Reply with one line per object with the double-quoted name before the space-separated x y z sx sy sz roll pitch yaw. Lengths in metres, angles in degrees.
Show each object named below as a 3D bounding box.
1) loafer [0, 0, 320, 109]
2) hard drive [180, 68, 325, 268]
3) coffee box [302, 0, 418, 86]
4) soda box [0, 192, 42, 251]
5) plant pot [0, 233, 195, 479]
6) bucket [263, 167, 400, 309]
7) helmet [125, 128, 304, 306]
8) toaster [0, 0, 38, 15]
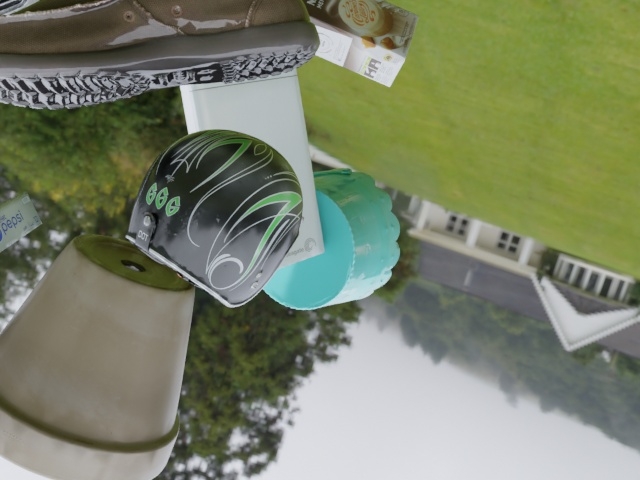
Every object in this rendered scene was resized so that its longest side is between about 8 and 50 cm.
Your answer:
"loafer" -0.189 -0.215 0.866 0.366 0.130 0.134 -9 177 -15
"hard drive" -0.109 -0.123 1.483 0.047 0.352 0.233 2 -165 45
"coffee box" 0.067 -0.449 1.853 0.247 0.141 0.098 22 146 -6
"soda box" -0.791 -0.021 2.098 0.098 0.091 0.286 -17 -164 17
"plant pot" -0.326 0.154 1.285 0.323 0.280 0.323 23 -169 -5
"bucket" 0.000 0.000 1.699 0.281 0.281 0.183 21 -163 26
"helmet" -0.099 -0.033 0.883 0.169 0.161 0.169 33 172 5
"toaster" -0.602 -0.451 1.579 0.186 0.110 0.168 -35 -176 -31
